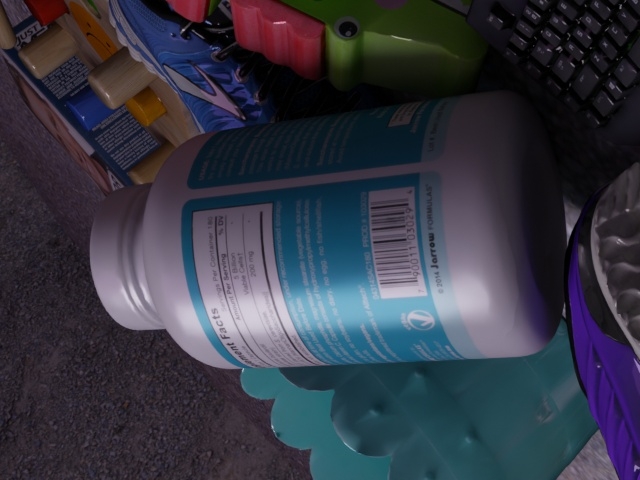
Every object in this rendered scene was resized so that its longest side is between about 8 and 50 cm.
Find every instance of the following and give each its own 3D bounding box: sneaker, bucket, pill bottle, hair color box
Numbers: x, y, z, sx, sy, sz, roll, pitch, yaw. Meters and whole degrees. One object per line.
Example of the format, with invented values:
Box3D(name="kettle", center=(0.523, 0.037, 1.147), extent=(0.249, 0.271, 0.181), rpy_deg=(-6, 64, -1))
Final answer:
Box3D(name="sneaker", center=(-0.048, -0.120, 0.757), extent=(0.330, 0.130, 0.147), rpy_deg=(46, 167, 16))
Box3D(name="bucket", center=(0.073, 0.119, 0.871), extent=(0.281, 0.183, 0.281), rpy_deg=(46, 164, 18))
Box3D(name="sneaker", center=(0.196, 0.104, 0.564), extent=(0.146, 0.102, 0.293), rpy_deg=(140, 116, -84))
Box3D(name="pill bottle", center=(0.000, 0.000, 0.642), extent=(0.264, 0.146, 0.146), rpy_deg=(-5, 134, 24))
Box3D(name="hair color box", center=(-0.238, -0.117, 1.348), extent=(0.347, 0.105, 0.174), rpy_deg=(46, 164, 17))

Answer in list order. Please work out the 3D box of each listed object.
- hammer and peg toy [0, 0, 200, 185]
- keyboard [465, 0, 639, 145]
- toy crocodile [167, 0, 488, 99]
Box3D(name="hammer and peg toy", center=(-0.225, -0.220, 1.031), extent=(0.361, 0.127, 0.266), rpy_deg=(45, 166, 18))
Box3D(name="keyboard", center=(0.102, -0.160, 0.426), extent=(0.201, 0.033, 0.317), rpy_deg=(48, 164, 11))
Box3D(name="toy crocodile", center=(-0.059, -0.170, 0.634), extent=(0.341, 0.105, 0.115), rpy_deg=(31, 163, 5))
